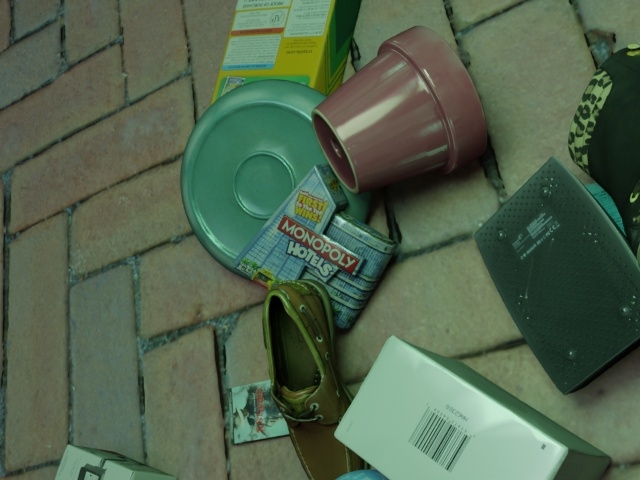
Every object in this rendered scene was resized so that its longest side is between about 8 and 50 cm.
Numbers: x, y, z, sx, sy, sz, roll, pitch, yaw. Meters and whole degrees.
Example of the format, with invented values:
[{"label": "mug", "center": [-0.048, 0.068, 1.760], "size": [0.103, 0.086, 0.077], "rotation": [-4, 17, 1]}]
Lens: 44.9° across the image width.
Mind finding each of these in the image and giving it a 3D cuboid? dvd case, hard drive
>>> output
[{"label": "dvd case", "center": [-0.085, 0.254, 1.158], "size": [0.119, 0.013, 0.087], "rotation": [-16, 66, 26]}, {"label": "hard drive", "center": [0.299, 0.039, 0.936], "size": [0.172, 0.054, 0.254], "rotation": [-50, 43, 31]}]

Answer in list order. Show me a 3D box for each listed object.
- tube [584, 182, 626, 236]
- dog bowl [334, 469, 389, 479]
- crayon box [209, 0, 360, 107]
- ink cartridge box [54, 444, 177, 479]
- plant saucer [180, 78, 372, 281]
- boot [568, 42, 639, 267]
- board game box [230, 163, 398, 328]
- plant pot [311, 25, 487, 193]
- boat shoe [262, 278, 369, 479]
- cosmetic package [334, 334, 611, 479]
[{"label": "tube", "center": [0.364, 0.016, 0.951], "size": [0.080, 0.052, 0.207], "rotation": [-18, 62, 36]}, {"label": "dog bowl", "center": [0.103, 0.381, 0.876], "size": [0.297, 0.074, 0.166], "rotation": [46, 113, -6]}, {"label": "crayon box", "center": [-0.066, -0.284, 1.288], "size": [0.203, 0.083, 0.323], "rotation": [6, 76, 32]}, {"label": "ink cartridge box", "center": [-0.314, 0.370, 1.196], "size": [0.150, 0.109, 0.063], "rotation": [8, 75, 32]}, {"label": "plant saucer", "center": [-0.080, -0.084, 1.172], "size": [0.318, 0.044, 0.317], "rotation": [3, 99, 18]}, {"label": "boot", "center": [0.416, -0.155, 0.795], "size": [0.284, 0.138, 0.377], "rotation": [-99, 33, -59]}, {"label": "board game box", "center": [0.000, 0.000, 1.101], "size": [0.194, 0.060, 0.194], "rotation": [31, 107, 13]}, {"label": "plant pot", "center": [0.095, -0.159, 1.047], "size": [0.180, 0.201, 0.201], "rotation": [-29, 58, -8]}, {"label": "boat shoe", "center": [-0.021, 0.206, 1.034], "size": [0.111, 0.104, 0.307], "rotation": [-18, 86, 22]}, {"label": "cosmetic package", "center": [0.177, 0.235, 0.880], "size": [0.224, 0.225, 0.138], "rotation": [31, 93, 35]}]
